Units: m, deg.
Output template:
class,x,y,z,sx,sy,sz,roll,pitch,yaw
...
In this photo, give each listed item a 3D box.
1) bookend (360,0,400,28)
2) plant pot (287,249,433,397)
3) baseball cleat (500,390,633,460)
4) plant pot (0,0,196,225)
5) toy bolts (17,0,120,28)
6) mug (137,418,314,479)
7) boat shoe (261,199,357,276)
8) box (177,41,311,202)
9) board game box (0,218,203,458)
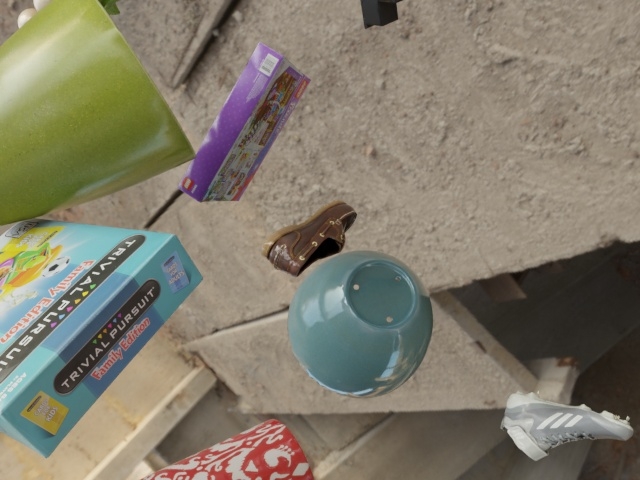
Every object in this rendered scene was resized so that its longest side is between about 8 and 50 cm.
class,x,y,z,sx,sy,sz,roll,pitch,yaw
bookend,0.178,-0.630,1.505,0.157,0.072,0.156,31,144,46
plant pot,0.091,0.135,1.100,0.290,0.290,0.195,39,155,9
baseball cleat,0.388,0.309,0.931,0.072,0.109,0.206,34,161,-30
plant pot,-0.373,-0.154,0.798,0.275,0.293,0.275,54,171,13
toy bolts,-0.502,-0.479,1.109,0.228,0.158,0.218,-25,95,56
mug,-0.091,0.262,0.537,0.113,0.169,0.150,-32,81,59
boat shoe,0.000,0.000,0.902,0.073,0.207,0.073,32,130,23
box,-0.137,-0.208,1.094,0.057,0.293,0.201,34,-170,8
board game box,-0.349,0.086,0.706,0.336,0.254,0.079,5,134,35
